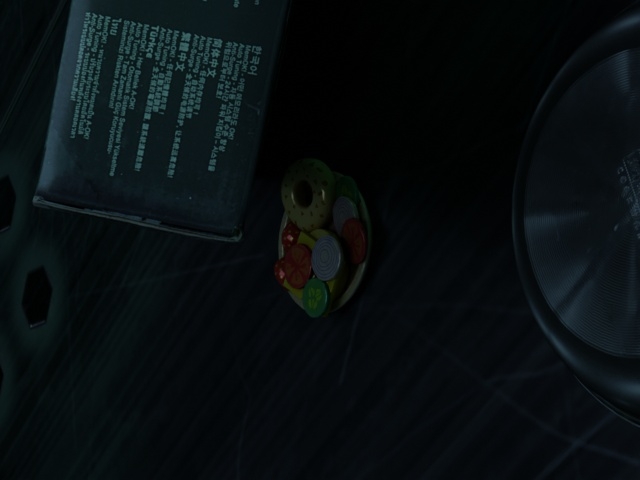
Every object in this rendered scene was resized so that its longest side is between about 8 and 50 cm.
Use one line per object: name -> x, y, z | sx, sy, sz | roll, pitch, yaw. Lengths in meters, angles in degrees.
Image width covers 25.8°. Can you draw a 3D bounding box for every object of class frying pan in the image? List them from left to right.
frying pan -> 0.186, -0.016, 0.532 | 0.326, 0.053, 0.197 | -2, 85, 54

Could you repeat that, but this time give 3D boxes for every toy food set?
toy food set -> 0.000, 0.000, 0.778 | 0.082, 0.020, 0.083 | 36, 113, 47

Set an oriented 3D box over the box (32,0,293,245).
box -> -0.039, -0.215, 0.667 | 0.318, 0.097, 0.395 | -94, 15, -83
